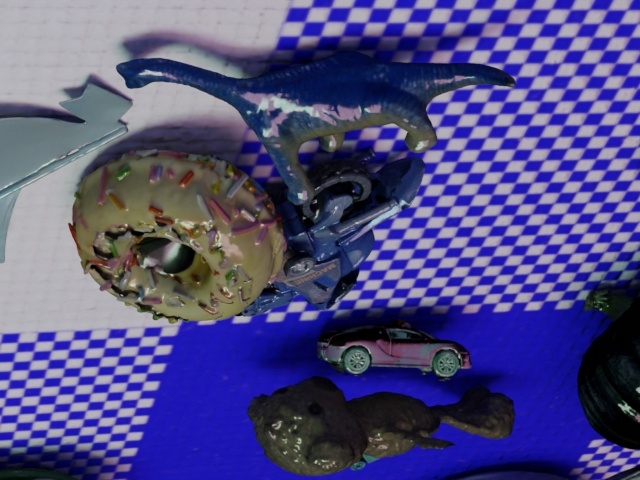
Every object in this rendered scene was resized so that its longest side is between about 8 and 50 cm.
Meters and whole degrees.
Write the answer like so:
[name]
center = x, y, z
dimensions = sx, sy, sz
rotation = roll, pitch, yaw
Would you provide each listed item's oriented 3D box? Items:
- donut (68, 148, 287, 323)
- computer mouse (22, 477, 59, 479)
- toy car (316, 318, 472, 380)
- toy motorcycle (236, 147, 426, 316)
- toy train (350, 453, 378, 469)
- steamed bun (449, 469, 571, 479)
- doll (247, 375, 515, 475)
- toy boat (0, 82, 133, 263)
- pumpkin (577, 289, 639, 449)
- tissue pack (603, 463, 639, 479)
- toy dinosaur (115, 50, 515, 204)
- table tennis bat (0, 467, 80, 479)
[donut]
center = -0.112, 0.002, 1.524
dimensions = 0.174, 0.068, 0.174
rotation = 9, 144, 6
[computer mouse]
center = -0.379, 0.345, 1.896
dimensions = 0.429, 0.145, 0.228
rotation = -13, 147, 13
[toy car]
center = 0.067, 0.098, 1.787
dimensions = 0.142, 0.055, 0.069
rotation = 3, 179, -13
[toy motorcycle]
center = 0.000, 0.000, 1.606
dimensions = 0.114, 0.076, 0.205
rotation = -4, 146, -35
[toy train]
center = 0.035, 0.197, 1.960
dimensions = 0.045, 0.029, 0.092
rotation = -26, 145, 5
[steamed bun]
center = 0.186, 0.379, 2.154
dimensions = 0.283, 0.177, 0.283
rotation = -9, 147, -6
[doll]
center = 0.068, 0.168, 1.824
dimensions = 0.286, 0.202, 0.091
rotation = 9, 105, -18
[toy boat]
center = -0.267, -0.031, 1.468
dimensions = 0.291, 0.067, 0.220
rotation = -25, 146, 12
[pumpkin]
center = 0.323, 0.109, 1.818
dimensions = 0.194, 0.150, 0.194
rotation = -10, 159, -4
[tissue pack]
center = 0.425, 0.227, 1.950
dimensions = 0.259, 0.122, 0.361
rotation = -34, 165, 27
[toy dinosaur]
center = 0.002, -0.117, 1.428
dimensions = 0.247, 0.075, 0.188
rotation = -18, 145, 18
[table tennis bat]
center = -0.275, 0.284, 1.972
dimensions = 0.160, 0.039, 0.257
rotation = -24, 142, 22
